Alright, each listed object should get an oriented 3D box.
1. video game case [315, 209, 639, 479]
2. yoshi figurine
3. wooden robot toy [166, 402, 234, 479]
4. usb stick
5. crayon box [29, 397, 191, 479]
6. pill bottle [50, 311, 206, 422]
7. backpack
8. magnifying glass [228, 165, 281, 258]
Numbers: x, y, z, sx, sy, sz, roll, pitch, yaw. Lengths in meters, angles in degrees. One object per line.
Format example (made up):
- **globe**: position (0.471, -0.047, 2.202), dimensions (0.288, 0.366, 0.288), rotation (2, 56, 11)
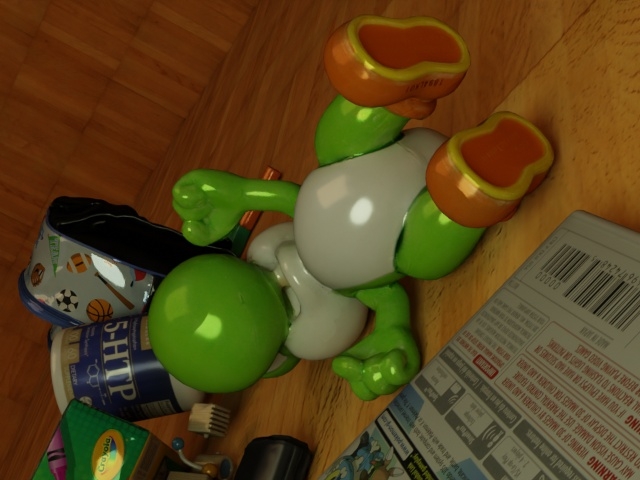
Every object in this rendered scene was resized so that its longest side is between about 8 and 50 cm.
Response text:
- **video game case**: position (0.077, 0.132, 0.385), dimensions (0.300, 0.036, 0.329), rotation (-46, 16, 1)
- **yoshi figurine**: position (-0.014, 0.015, 0.732), dimensions (0.362, 0.203, 0.203), rotation (-51, 25, 46)
- **wooden robot toy**: position (-0.099, 0.234, 0.912), dimensions (0.079, 0.076, 0.173), rotation (-5, 51, 30)
- **usb stick**: position (-0.070, 0.275, 0.739), dimensions (0.077, 0.045, 0.278), rotation (-27, 38, 54)
- **crayon box**: position (-0.208, 0.262, 0.955), dimensions (0.278, 0.081, 0.165), rotation (88, -156, -72)
- **pill bottle**: position (-0.176, 0.130, 1.049), dimensions (0.112, 0.187, 0.112), rotation (-12, -90, -88)
- **backpack**: position (-0.230, 0.059, 1.213), dimensions (0.213, 0.263, 0.276), rotation (-62, 16, 2)
- **magnifying glass**: position (-0.119, 0.001, 1.408), dimensions (0.231, 0.026, 0.092), rotation (-60, 15, 6)
